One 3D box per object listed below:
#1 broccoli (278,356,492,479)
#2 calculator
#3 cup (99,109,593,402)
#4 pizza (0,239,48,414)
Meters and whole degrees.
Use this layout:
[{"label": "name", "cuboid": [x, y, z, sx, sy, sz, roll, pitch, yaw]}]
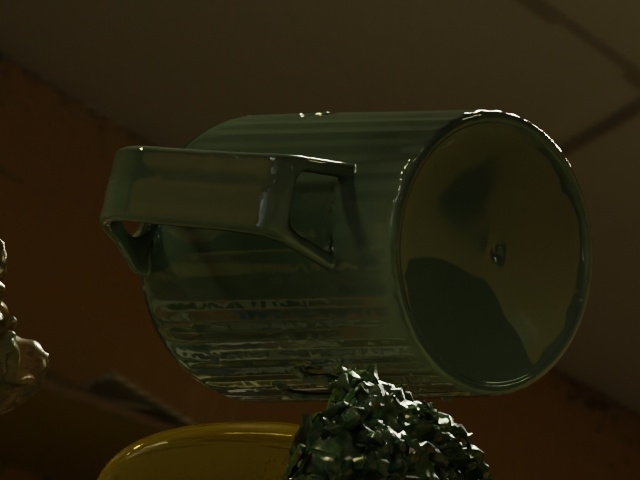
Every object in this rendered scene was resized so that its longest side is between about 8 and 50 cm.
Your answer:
[{"label": "broccoli", "cuboid": [-0.004, 0.164, 0.583, 0.194, 0.219, 0.194, -15, -11, -3]}, {"label": "calculator", "cuboid": [-0.055, 0.206, 1.107, 0.235, 0.032, 0.146, -1, -79, 2]}, {"label": "cup", "cuboid": [0.007, 0.024, 1.454, 0.401, 0.310, 0.392, -16, 8, -37]}, {"label": "pizza", "cuboid": [-0.178, -0.025, 0.502, 0.226, 0.069, 0.147, 51, -37, 1]}]
